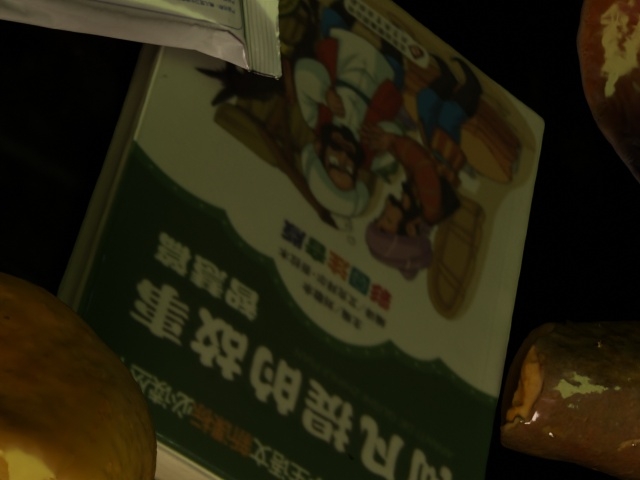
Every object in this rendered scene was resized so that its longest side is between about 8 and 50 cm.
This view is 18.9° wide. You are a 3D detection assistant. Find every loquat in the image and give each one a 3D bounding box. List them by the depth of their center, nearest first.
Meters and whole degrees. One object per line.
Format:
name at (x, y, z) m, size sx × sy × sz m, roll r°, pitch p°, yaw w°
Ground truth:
loquat at (-0.117, 0.069, 0.581) m, size 0.137 × 0.113 × 0.137 m, roll 8°, pitch 62°, yaw -16°

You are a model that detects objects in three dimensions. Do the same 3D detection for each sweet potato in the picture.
sweet potato at (0.172, 0.082, 0.874) m, size 0.243 × 0.077 × 0.077 m, roll 17°, pitch 59°, yaw -37°

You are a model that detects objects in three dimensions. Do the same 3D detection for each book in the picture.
book at (0.000, 0.000, 0.784) m, size 0.202 × 0.027 × 0.264 m, roll 35°, pitch 49°, yaw -26°

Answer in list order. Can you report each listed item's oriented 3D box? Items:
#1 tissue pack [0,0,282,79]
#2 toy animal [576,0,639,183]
tissue pack at (-0.101, -0.133, 0.732) m, size 0.193 × 0.026 × 0.123 m, roll 8°, pitch 68°, yaw -27°
toy animal at (0.235, -0.203, 0.955) m, size 0.284 × 0.225 × 0.302 m, roll -27°, pitch 60°, yaw -26°
